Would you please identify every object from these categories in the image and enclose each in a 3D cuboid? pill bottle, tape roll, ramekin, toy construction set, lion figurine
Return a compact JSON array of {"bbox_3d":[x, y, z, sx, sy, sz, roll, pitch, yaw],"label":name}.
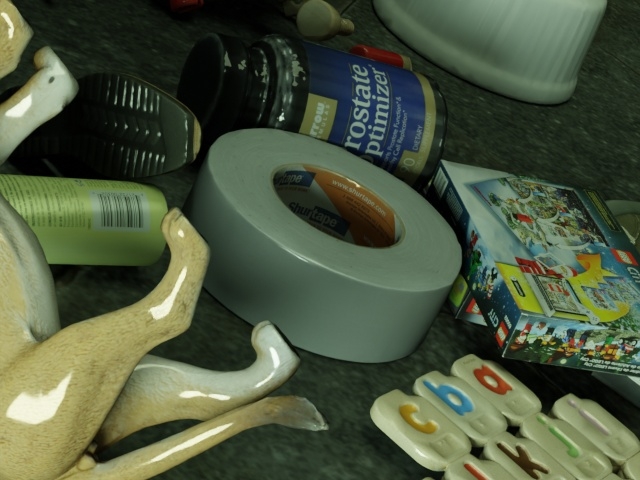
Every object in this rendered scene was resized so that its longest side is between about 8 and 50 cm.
[{"bbox_3d":[-0.009,-0.111,1.326,0.219,0.122,0.123,11,30,-28],"label":"pill bottle"},{"bbox_3d":[0.000,0.000,1.189,0.219,0.072,0.219,21,27,-11],"label":"tape roll"},{"bbox_3d":[0.216,-0.296,1.862,0.277,0.135,0.277,22,26,-11],"label":"ramekin"},{"bbox_3d":[-0.001,-0.283,1.585,0.308,0.257,0.237,58,22,14],"label":"toy construction set"},{"bbox_3d":[-0.198,0.024,0.859,0.392,0.240,0.142,49,-3,17],"label":"lion figurine"}]

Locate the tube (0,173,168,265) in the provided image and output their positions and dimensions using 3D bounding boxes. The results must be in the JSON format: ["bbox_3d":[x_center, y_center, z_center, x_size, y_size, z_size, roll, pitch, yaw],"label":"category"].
[{"bbox_3d":[-0.223,-0.016,1.035,0.240,0.062,0.070,2,0,-34],"label":"tube"}]

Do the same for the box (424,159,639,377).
[{"bbox_3d":[0.194,0.022,1.260,0.159,0.044,0.233,10,30,-20],"label":"box"}]

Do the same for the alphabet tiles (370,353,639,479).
[{"bbox_3d":[0.172,0.188,1.058,0.278,0.021,0.284,40,29,21],"label":"alphabet tiles"}]

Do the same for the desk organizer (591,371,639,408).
[{"bbox_3d":[0.298,0.126,1.263,0.130,0.047,0.050,36,25,17],"label":"desk organizer"}]

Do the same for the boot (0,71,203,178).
[{"bbox_3d":[-0.135,-0.090,1.163,0.198,0.076,0.137,13,9,37],"label":"boot"}]

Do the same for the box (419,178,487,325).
[{"bbox_3d":[0.145,0.007,1.350,0.114,0.036,0.207,15,28,-23],"label":"box"}]

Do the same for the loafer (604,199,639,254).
[{"bbox_3d":[0.340,0.015,1.475,0.251,0.094,0.087,-4,51,-39],"label":"loafer"}]
